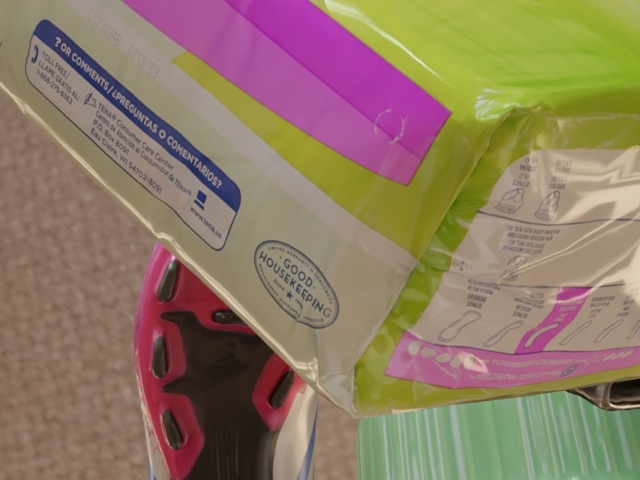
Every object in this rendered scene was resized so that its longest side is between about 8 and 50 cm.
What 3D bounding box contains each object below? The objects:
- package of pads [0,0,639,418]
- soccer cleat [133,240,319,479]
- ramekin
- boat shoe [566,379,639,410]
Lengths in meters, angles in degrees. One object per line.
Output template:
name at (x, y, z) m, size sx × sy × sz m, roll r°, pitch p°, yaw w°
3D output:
package of pads at (0.045, -0.053, 0.616) m, size 0.229 × 0.296 × 0.101 m, roll 41°, pitch 115°, yaw 30°
soccer cleat at (-0.056, 0.099, 1.161) m, size 0.116 × 0.143 × 0.331 m, roll 2°, pitch 102°, yaw -7°
ramekin at (0.168, 0.191, 1.499) m, size 0.303 × 0.303 × 0.148 m, roll -14°, pitch 63°, yaw 12°
boat shoe at (0.243, 0.061, 1.306) m, size 0.119 × 0.335 × 0.121 m, roll 39°, pitch 123°, yaw 32°
